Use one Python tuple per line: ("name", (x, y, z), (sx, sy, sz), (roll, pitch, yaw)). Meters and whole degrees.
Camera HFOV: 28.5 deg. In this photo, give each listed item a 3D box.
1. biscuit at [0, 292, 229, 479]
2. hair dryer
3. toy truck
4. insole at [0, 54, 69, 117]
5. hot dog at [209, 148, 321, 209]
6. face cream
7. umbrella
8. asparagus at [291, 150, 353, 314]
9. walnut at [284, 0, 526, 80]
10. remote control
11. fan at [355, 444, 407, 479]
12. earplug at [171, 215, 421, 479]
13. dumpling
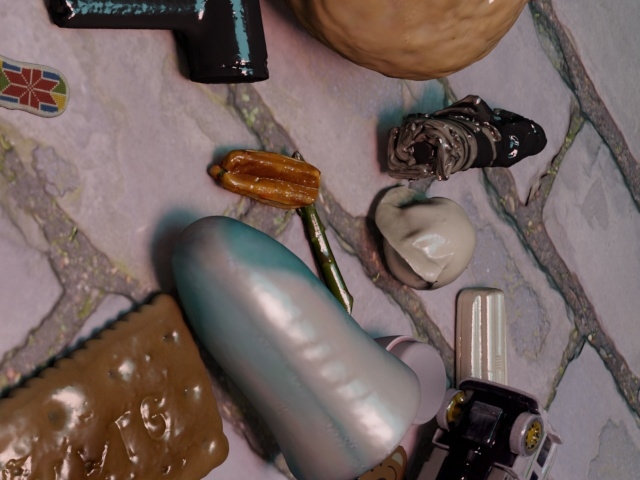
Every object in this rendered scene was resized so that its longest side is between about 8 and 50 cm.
("biscuit", (-0.224, 0.213, 1.272), (0.325, 0.044, 0.217), (-34, 116, -44))
("hair dryer", (-0.168, -0.254, 1.313), (0.251, 0.089, 0.197), (-12, 100, -42))
("toy truck", (0.187, 0.372, 1.645), (0.175, 0.146, 0.367), (44, 67, -50))
("insole", (-0.315, -0.152, 1.194), (0.193, 0.006, 0.065), (8, 84, -48))
("hot dog", (-0.062, -0.071, 1.446), (0.144, 0.038, 0.062), (10, 94, -37))
("face cream", (0.092, 0.177, 1.585), (0.117, 0.104, 0.117), (0, 90, -50))
("umbrella", (0.212, -0.144, 1.730), (0.357, 0.113, 0.106), (-12, 96, -55))
("asparagus", (0.000, 0.000, 1.533), (0.027, 0.034, 0.236), (-28, 109, -26))
("walnut", (0.113, -0.366, 1.451), (0.381, 0.381, 0.381), (0, 90, -49))
("remote control", (0.233, 0.182, 1.788), (0.090, 0.049, 0.230), (-4, 94, -46))
("fan", (0.054, 0.363, 1.614), (0.226, 0.008, 0.152), (-22, 107, -47))
("earplug", (-0.050, 0.103, 1.394), (0.324, 0.185, 0.185), (51, 54, -26))
("dumpling", (0.139, -0.009, 1.658), (0.176, 0.092, 0.150), (-31, 99, -39))
